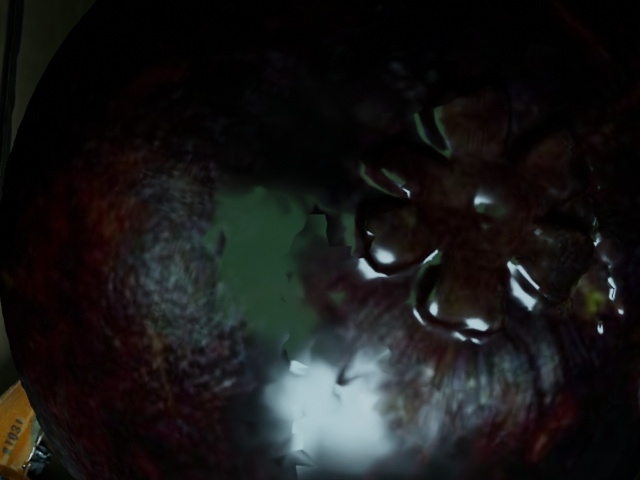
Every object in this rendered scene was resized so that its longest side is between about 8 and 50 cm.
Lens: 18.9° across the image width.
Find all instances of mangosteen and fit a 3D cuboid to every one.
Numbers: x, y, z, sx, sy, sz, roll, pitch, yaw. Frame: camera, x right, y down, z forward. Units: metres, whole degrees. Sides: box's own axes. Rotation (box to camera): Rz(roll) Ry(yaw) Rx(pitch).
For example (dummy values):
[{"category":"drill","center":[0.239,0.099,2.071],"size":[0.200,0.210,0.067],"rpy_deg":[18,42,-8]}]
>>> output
[{"category":"mangosteen","center":[0.011,0.005,0.786],"size":[0.297,0.293,0.297],"rpy_deg":[6,65,-12]}]

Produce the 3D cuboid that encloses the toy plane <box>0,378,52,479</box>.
[{"category":"toy plane","center":[-0.183,0.110,0.931],"size":[0.188,0.062,0.135],"rpy_deg":[26,95,25]}]

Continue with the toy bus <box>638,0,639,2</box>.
[{"category":"toy bus","center":[0.182,-0.095,0.842],"size":[0.235,0.073,0.096],"rpy_deg":[41,104,9]}]
